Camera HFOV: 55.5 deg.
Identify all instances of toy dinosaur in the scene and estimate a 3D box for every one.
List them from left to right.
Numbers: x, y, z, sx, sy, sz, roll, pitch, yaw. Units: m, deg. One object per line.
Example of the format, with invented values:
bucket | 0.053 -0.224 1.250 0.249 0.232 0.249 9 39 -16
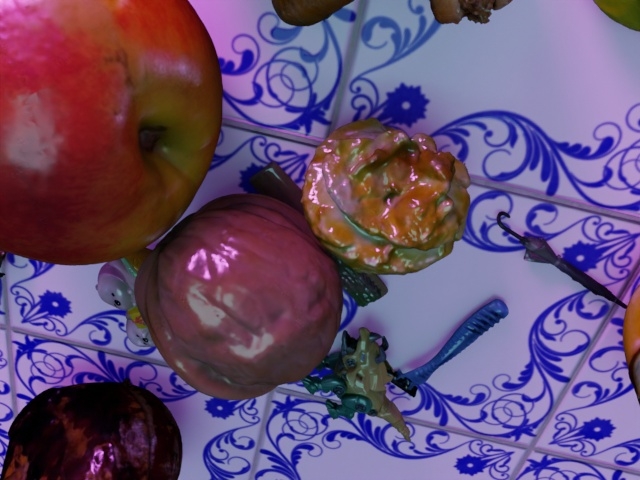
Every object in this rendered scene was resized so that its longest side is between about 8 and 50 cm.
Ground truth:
toy dinosaur | 0.074 0.260 1.047 0.153 0.094 0.259 -15 115 25

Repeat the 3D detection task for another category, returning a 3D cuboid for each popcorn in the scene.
popcorn | 0.085 -0.053 0.804 0.221 0.183 0.204 13 94 0

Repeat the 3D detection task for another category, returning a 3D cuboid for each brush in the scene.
brush | 0.000 0.000 0.931 0.054 0.048 0.282 -33 110 25

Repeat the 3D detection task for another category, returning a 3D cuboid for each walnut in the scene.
walnut | -0.107 0.074 0.836 0.285 0.285 0.296 49 151 -21

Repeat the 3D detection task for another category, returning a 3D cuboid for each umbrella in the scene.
umbrella | 0.361 0.043 0.914 0.269 0.044 0.044 34 150 -13

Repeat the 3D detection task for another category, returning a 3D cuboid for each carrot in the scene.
carrot | 0.033 -0.283 0.632 0.078 0.298 0.078 -4 98 -27

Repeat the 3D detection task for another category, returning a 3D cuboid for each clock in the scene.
clock | -0.274 0.096 0.988 0.144 0.103 0.231 -17 119 7

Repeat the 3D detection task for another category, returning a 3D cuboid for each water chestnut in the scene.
water chestnut | -0.379 0.421 1.106 0.335 0.335 0.347 -30 143 23

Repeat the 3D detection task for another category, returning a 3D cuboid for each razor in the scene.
razor | 0.213 0.183 1.016 0.082 0.042 0.253 37 118 -14

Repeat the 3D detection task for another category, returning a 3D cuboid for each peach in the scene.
peach | -0.309 -0.166 0.696 0.388 0.388 0.388 3 122 5

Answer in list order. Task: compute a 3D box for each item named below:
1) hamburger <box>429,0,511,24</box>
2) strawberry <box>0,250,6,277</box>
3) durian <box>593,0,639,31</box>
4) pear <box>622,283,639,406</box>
hamburger | 0.150 -0.318 0.631 0.118 0.191 0.182 -15 148 25
strawberry | -0.566 -0.015 0.968 0.140 0.085 0.192 24 119 -5
durian | 0.348 -0.327 0.659 0.139 0.101 0.250 -44 112 -10
pear | 0.601 0.139 0.853 0.386 0.191 0.340 30 124 -12
